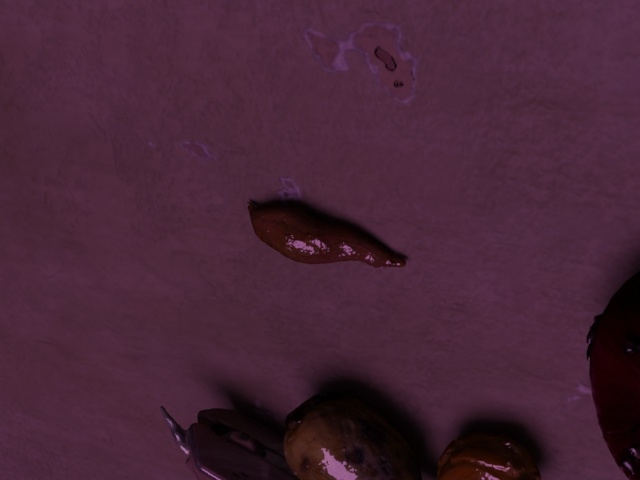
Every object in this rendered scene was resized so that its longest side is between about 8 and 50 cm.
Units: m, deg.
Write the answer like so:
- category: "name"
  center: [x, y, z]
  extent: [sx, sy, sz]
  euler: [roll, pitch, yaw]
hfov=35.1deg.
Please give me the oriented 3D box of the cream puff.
- category: "cream puff"
  center: [0.222, 0.310, 1.332]
  extent: [0.143, 0.103, 0.126]
  euler: [-12, 111, 35]

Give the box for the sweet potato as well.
- category: "sweet potato"
  center: [-0.004, 0.003, 1.267]
  extent: [0.226, 0.068, 0.068]
  euler: [19, 129, 15]

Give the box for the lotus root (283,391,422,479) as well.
- category: "lotus root"
  center: [0.069, 0.322, 1.396]
  extent: [0.278, 0.154, 0.154]
  euler: [36, 132, -3]

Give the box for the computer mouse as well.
- category: "computer mouse"
  center: [-0.075, 0.357, 1.490]
  extent: [0.115, 0.199, 0.389]
  euler: [-40, 99, 21]

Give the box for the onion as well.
- category: "onion"
  center: [0.426, 0.149, 1.040]
  extent: [0.313, 0.232, 0.314]
  euler: [12, 109, 41]
